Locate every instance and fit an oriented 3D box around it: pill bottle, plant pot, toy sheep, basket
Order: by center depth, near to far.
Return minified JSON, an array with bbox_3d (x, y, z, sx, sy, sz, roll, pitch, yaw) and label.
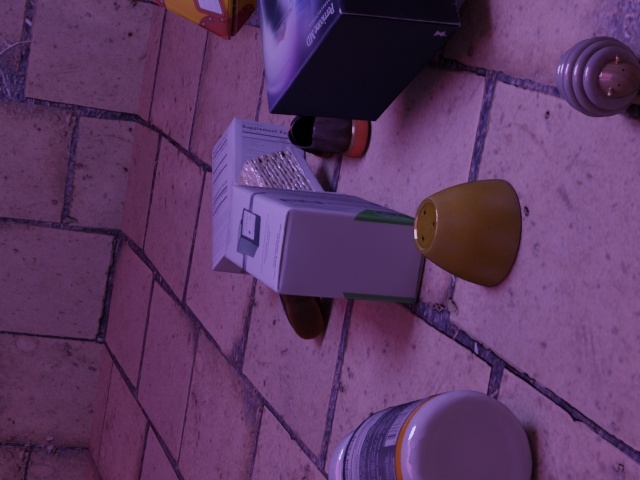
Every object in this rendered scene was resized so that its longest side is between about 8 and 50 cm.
[{"bbox_3d":[0.286,-0.167,1.336,0.132,0.091,0.091,-163,80,-70],"label":"toy sheep"},{"bbox_3d":[0.119,0.272,1.553,0.278,0.162,0.162,146,127,-65],"label":"pill bottle"},{"bbox_3d":[0.170,-0.014,1.593,0.134,0.095,0.134,-174,90,-69],"label":"plant pot"},{"bbox_3d":[-0.063,-0.056,2.157,0.167,0.103,0.113,61,145,26],"label":"basket"}]

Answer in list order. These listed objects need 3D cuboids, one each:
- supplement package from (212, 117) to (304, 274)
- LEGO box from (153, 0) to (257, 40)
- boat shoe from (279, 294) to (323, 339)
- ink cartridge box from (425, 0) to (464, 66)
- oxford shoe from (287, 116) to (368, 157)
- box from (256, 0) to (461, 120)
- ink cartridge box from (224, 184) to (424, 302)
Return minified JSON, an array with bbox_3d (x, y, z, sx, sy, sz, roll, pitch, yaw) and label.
[{"bbox_3d":[-0.110,-0.074,2.311,0.134,0.139,0.244,134,139,-58],"label":"supplement package"},{"bbox_3d":[-0.111,-0.616,1.994,0.372,0.193,0.500,-56,-11,-28],"label":"LEGO box"},{"bbox_3d":[-0.041,0.060,2.101,0.073,0.073,0.207,-106,7,-59],"label":"boat shoe"},{"bbox_3d":[0.153,-0.396,1.822,0.223,0.045,0.224,120,148,-51],"label":"ink cartridge box"},{"bbox_3d":[-0.012,-0.187,2.134,0.271,0.098,0.096,-169,85,-70],"label":"oxford shoe"},{"bbox_3d":[0.037,-0.359,1.796,0.296,0.183,0.294,134,133,-60],"label":"box"},{"bbox_3d":[0.000,0.000,1.889,0.289,0.211,0.121,-153,69,-70],"label":"ink cartridge box"}]
